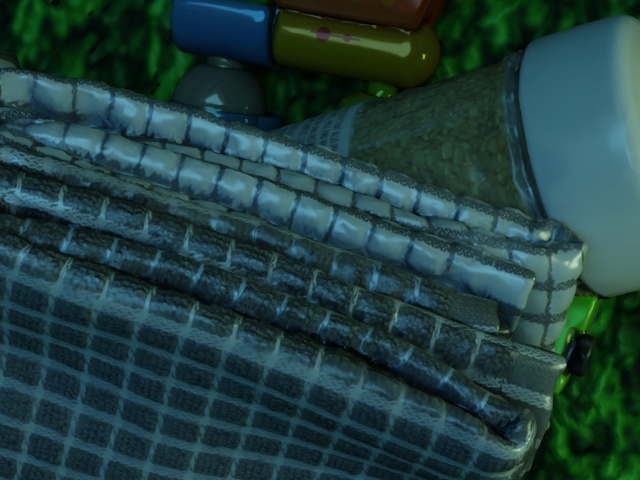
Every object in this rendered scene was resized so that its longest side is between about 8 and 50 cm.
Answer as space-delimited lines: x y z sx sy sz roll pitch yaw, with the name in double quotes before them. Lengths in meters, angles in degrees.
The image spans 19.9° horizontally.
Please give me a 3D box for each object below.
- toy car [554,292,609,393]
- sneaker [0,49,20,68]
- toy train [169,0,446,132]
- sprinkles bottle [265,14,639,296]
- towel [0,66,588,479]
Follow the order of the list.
"toy car" 0.095 0.087 0.919 0.239 0.053 0.225 22 90 12
"sneaker" -0.256 -0.006 0.904 0.297 0.129 0.111 -37 39 31
"toy train" 0.042 -0.103 0.925 0.248 0.105 0.143 11 99 12
"sprinkles bottle" 0.000 0.000 0.873 0.355 0.121 0.121 -16 83 24
"towel" -0.051 0.076 0.787 0.284 0.121 0.235 18 130 -1
